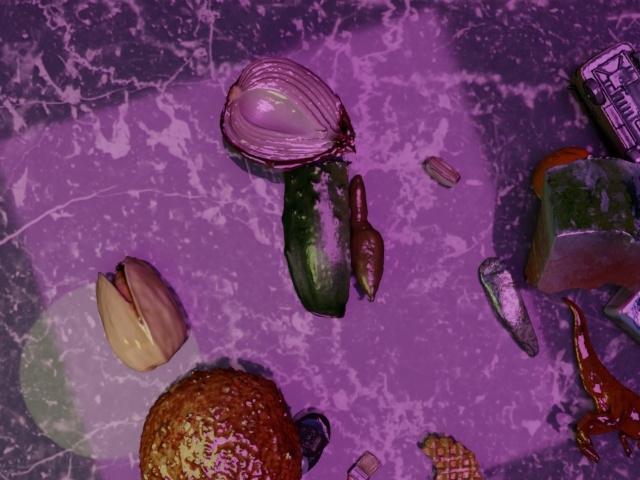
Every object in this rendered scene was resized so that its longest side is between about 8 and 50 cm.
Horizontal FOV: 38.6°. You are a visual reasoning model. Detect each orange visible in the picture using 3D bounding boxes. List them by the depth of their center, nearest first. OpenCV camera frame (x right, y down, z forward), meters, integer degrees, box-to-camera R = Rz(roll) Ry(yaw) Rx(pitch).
[{"bbox_3d":[0.502,-0.127,1.868,0.136,0.135,0.117,-21,61,-5],"label":"orange"}]

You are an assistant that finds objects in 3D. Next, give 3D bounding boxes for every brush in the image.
[{"bbox_3d":[0.056,0.506,1.870,0.043,0.014,0.170,43,86,0],"label":"brush"}]

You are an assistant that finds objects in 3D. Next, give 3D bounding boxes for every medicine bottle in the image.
[{"bbox_3d":[0.701,0.166,1.896,0.188,0.094,0.119,42,84,-2],"label":"medicine bottle"}]

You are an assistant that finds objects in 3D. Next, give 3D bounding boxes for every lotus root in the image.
[{"bbox_3d":[0.252,-0.144,1.904,0.083,0.030,0.037,38,54,-5],"label":"lotus root"}]

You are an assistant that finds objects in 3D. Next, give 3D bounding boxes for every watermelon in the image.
[{"bbox_3d":[0.558,0.000,1.794,0.264,0.151,0.301,2,125,-5],"label":"watermelon"}]

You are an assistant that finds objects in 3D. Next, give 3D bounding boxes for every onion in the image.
[{"bbox_3d":[-0.057,-0.228,1.831,0.284,0.120,0.227,27,77,5],"label":"onion"}]

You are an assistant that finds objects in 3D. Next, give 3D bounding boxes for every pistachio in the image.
[{"bbox_3d":[-0.356,0.143,1.782,0.157,0.157,0.229,-29,78,-5],"label":"pistachio"}]

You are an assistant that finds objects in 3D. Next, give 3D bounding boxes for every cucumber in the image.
[{"bbox_3d":[-0.002,0.000,1.844,0.145,0.105,0.325,-2,91,-6],"label":"cucumber"}]

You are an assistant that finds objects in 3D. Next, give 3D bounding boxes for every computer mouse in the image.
[{"bbox_3d":[-0.024,0.407,1.850,0.079,0.047,0.135,28,100,12],"label":"computer mouse"}]

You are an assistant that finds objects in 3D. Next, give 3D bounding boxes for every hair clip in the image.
[{"bbox_3d":[0.399,0.141,1.902,0.066,0.036,0.229,-26,90,1],"label":"hair clip"}]

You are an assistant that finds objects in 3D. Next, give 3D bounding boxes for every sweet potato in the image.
[{"bbox_3d":[0.092,-0.001,1.867,0.075,0.075,0.269,-6,76,-5],"label":"sweet potato"}]

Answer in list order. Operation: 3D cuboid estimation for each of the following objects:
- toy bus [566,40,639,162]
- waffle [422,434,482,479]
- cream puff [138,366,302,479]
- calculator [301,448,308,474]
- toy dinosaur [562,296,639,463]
[{"bbox_3d":[0.636,-0.257,1.879,0.139,0.157,0.289,-34,93,0],"label":"toy bus"},{"bbox_3d":[0.245,0.499,1.868,0.149,0.051,0.194,31,90,-3],"label":"waffle"},{"bbox_3d":[-0.195,0.398,1.711,0.351,0.228,0.350,-4,73,13],"label":"cream puff"},{"bbox_3d":[-0.148,0.510,1.828,0.295,0.042,0.184,-39,85,1],"label":"calculator"},{"bbox_3d":[0.587,0.342,1.881,0.208,0.097,0.432,-41,95,-19],"label":"toy dinosaur"}]
